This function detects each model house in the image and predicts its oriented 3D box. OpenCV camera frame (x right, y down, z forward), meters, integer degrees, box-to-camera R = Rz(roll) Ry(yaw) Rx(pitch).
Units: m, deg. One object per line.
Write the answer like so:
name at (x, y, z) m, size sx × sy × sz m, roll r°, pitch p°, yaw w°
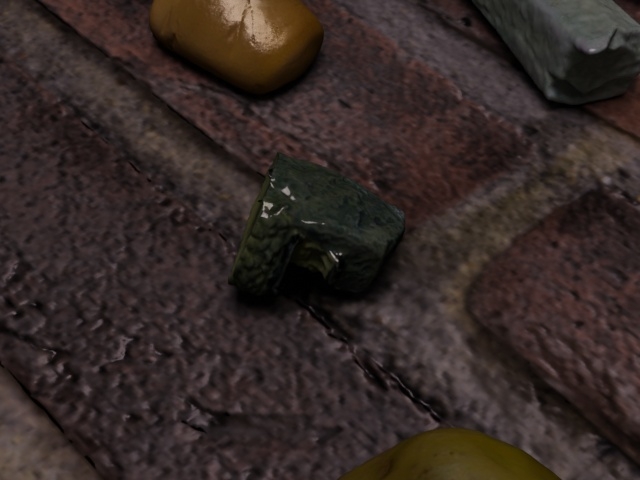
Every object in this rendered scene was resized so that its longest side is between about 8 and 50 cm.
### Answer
model house at (0.000, 0.000, 0.732) m, size 0.083 × 0.066 × 0.079 m, roll 21°, pitch 34°, yaw -6°

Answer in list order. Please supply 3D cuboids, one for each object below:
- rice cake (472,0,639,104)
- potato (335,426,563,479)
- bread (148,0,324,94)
rice cake at (0.145, -0.167, 0.895) m, size 0.069 × 0.063 × 0.206 m, roll -12°, pitch 47°, yaw -23°
potato at (0.042, 0.167, 0.500) m, size 0.154 × 0.137 × 0.200 m, roll 14°, pitch 47°, yaw 12°
bread at (-0.055, -0.146, 0.869) m, size 0.115 × 0.056 × 0.082 m, roll 33°, pitch 53°, yaw 27°
